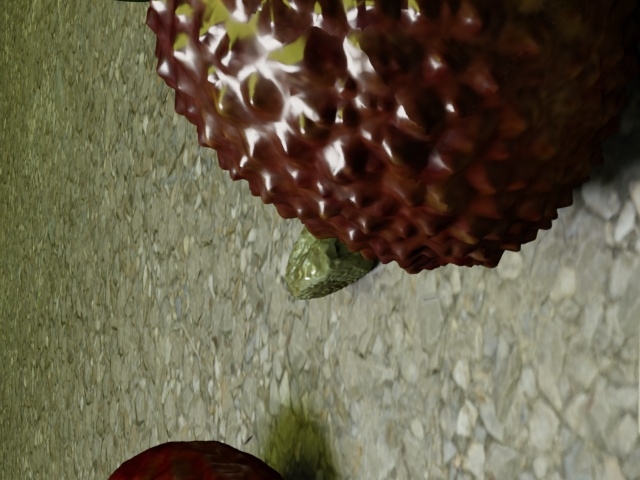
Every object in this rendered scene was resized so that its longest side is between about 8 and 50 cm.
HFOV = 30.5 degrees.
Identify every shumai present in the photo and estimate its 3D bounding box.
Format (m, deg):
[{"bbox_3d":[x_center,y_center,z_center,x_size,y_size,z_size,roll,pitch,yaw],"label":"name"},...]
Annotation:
[{"bbox_3d":[0.000,0.000,0.949,0.082,0.083,0.080,-28,77,21],"label":"shumai"}]

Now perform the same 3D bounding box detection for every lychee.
[{"bbox_3d":[0.046,-0.127,0.634,0.276,0.275,0.304,-132,22,-60],"label":"lychee"}]

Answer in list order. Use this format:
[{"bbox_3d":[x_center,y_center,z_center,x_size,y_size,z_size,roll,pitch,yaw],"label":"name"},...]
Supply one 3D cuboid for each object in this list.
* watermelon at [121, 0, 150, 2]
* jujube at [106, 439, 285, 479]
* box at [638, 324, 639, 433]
[{"bbox_3d":[-0.156,-0.395,1.060,0.363,0.363,0.363,-177,90,-67],"label":"watermelon"},{"bbox_3d":[-0.095,0.286,1.000,0.213,0.213,0.232,-65,36,42],"label":"jujube"},{"bbox_3d":[0.205,-0.040,0.479,0.168,0.071,0.259,176,97,-67],"label":"box"}]
